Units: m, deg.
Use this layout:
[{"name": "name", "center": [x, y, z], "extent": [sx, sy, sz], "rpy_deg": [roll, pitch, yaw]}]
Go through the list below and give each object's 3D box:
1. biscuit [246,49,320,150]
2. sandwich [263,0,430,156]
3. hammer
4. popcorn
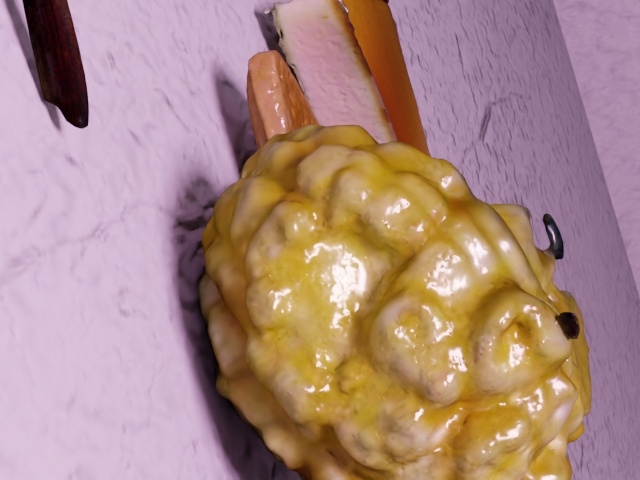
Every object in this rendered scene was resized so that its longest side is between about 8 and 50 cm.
[{"name": "biscuit", "center": [0.000, 0.000, 1.088], "extent": [0.162, 0.035, 0.250], "rpy_deg": [-92, 167, -55]}, {"name": "sandwich", "center": [0.029, -0.079, 1.242], "extent": [0.193, 0.058, 0.162], "rpy_deg": [-19, 94, -78]}, {"name": "hammer", "center": [-0.122, -0.129, 0.773], "extent": [0.021, 0.065, 0.178], "rpy_deg": [-69, 151, -63]}, {"name": "popcorn", "center": [0.039, 0.042, 0.919], "extent": [0.218, 0.169, 0.189], "rpy_deg": [59, 12, 9]}]
